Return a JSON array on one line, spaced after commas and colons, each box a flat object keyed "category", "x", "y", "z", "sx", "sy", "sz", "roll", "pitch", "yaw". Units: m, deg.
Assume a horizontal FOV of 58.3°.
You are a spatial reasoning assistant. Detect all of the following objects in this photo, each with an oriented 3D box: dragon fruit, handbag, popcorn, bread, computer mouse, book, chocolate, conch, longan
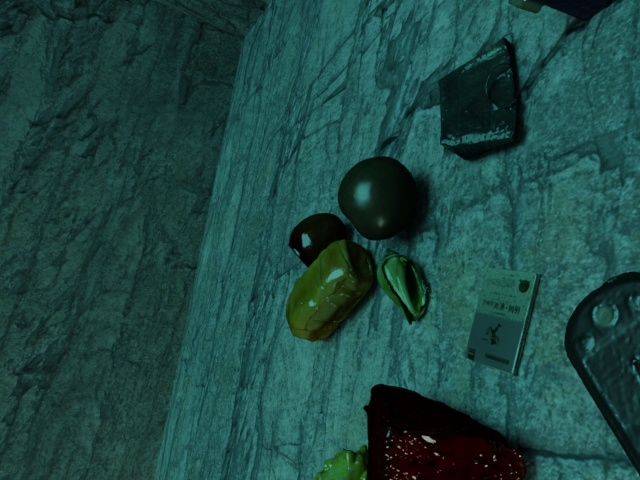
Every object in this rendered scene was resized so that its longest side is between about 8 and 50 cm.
[{"category": "dragon fruit", "x": 0.191, "y": 0.441, "z": 1.011, "sx": 0.286, "sy": 0.227, "sz": 0.330, "roll": -169, "pitch": 83, "yaw": -86}, {"category": "handbag", "x": 0.339, "y": -0.291, "z": 1.214, "sx": 0.175, "sy": 0.088, "sz": 0.271, "roll": -26, "pitch": 51, "yaw": 46}, {"category": "popcorn", "x": 0.067, "y": 0.500, "z": 1.154, "sx": 0.142, "sy": 0.173, "sz": 0.174, "roll": 16, "pitch": -89, "yaw": -82}, {"category": "bread", "x": 0.019, "y": 0.137, "z": 1.514, "sx": 0.294, "sy": 0.132, "sz": 0.167, "roll": -53, "pitch": 25, "yaw": 37}, {"category": "computer mouse", "x": 0.429, "y": 0.173, "z": 0.712, "sx": 0.170, "sy": 0.100, "sz": 0.269, "roll": -55, "pitch": 35, "yaw": 37}, {"category": "book", "x": 0.325, "y": 0.140, "z": 1.035, "sx": 0.127, "sy": 0.014, "sz": 0.182, "roll": 7, "pitch": 80, "yaw": 63}, {"category": "chocolate", "x": 0.000, "y": 0.000, "z": 1.629, "sx": 0.176, "sy": 0.176, "sz": 0.177, "roll": -42, "pitch": 40, "yaw": 47}, {"category": "conch", "x": 0.181, "y": 0.087, "z": 1.288, "sx": 0.095, "sy": 0.079, "sz": 0.201, "roll": -49, "pitch": 49, "yaw": 16}, {"category": "longan", "x": 0.138, "y": -0.103, "z": 1.368, "sx": 0.198, "sy": 0.197, "sz": 0.212, "roll": -67, "pitch": 25, "yaw": 11}]

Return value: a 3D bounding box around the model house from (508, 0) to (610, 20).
[{"category": "model house", "x": 0.426, "y": -0.562, "z": 1.040, "sx": 0.312, "sy": 0.245, "sz": 0.280, "roll": -114, "pitch": 40, "yaw": -55}]
